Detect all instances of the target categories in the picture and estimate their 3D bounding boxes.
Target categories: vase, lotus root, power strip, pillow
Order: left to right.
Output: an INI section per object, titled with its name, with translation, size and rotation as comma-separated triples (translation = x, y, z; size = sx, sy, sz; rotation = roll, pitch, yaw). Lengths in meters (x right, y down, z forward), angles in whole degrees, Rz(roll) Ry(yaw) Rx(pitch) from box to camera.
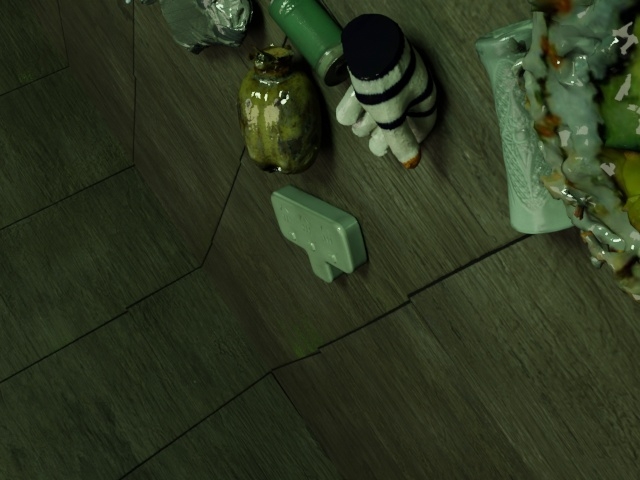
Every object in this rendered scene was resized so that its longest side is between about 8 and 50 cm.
[pillow]
translation = -0.226, -0.440, 1.194
size = 0.335, 0.093, 0.161
rotation = 16, 138, 57
[lotus root]
translation = -0.072, -0.235, 1.088
size = 0.154, 0.154, 0.278
rotation = 39, 152, 37
[power strip]
translation = 0.000, 0.000, 1.340
size = 0.265, 0.059, 0.193
rotation = 29, 143, 48
[vase]
translation = 0.232, -0.124, 0.684
size = 0.096, 0.096, 0.219
rotation = 14, 129, 59

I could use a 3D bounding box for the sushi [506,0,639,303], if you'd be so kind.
[sushi]
translation = 0.305, -0.105, 0.445
size = 0.417, 0.176, 0.417
rotation = 44, 154, 29

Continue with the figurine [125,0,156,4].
[figurine]
translation = -0.386, -0.575, 1.278
size = 0.208, 0.129, 0.183
rotation = -67, -46, -71

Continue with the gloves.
[gloves]
translation = 0.099, -0.194, 0.848
size = 0.140, 0.131, 0.219
rotation = 40, -178, 33

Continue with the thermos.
[thermos]
translation = -0.015, -0.328, 0.955
size = 0.187, 0.083, 0.073
rotation = 53, 135, 14
